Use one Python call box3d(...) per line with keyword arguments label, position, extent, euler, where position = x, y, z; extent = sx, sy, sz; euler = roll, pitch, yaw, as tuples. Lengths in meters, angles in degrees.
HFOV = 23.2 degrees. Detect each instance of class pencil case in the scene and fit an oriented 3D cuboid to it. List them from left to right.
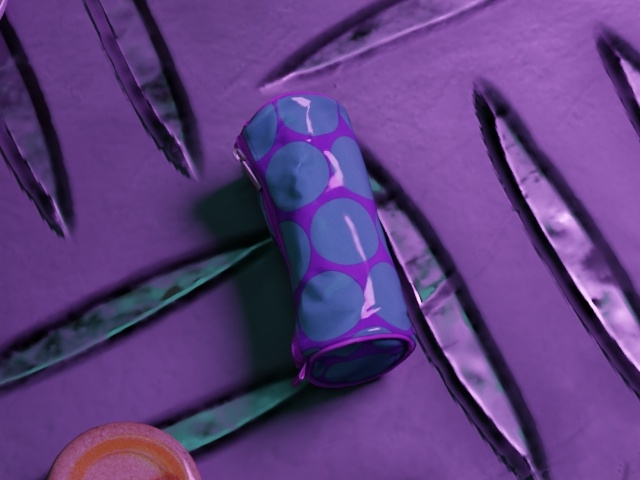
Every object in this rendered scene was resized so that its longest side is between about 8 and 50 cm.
box3d(label="pencil case", position=(0.000, 0.000, 0.834), extent=(0.070, 0.064, 0.151), euler=(-10, 66, -19))

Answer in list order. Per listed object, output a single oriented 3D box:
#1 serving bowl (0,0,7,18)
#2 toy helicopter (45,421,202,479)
box3d(label="serving bowl", position=(-0.223, -0.142, 0.922), extent=(0.083, 0.027, 0.083), euler=(-1, 68, 2))
box3d(label="toy helicopter", position=(-0.201, 0.208, 0.735), extent=(0.235, 0.140, 0.355), euler=(39, 61, 15))
